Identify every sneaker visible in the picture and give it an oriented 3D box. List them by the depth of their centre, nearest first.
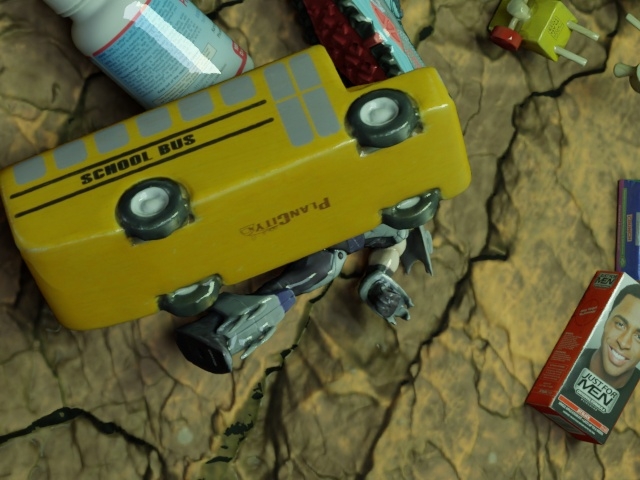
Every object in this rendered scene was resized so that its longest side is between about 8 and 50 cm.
[{"bbox_3d":[0.037,-0.227,1.556,0.125,0.104,0.262,-39,108,-22],"label":"sneaker"}]

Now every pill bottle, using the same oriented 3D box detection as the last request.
[{"bbox_3d":[-0.135,-0.158,1.481,0.160,0.087,0.087,42,74,-22],"label":"pill bottle"}]

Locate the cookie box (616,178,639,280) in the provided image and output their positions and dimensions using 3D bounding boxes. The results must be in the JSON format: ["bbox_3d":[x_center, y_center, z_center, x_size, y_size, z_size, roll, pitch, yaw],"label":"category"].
[{"bbox_3d":[0.325,-0.009,1.743,0.107,0.040,0.092,1,92,-27],"label":"cookie box"}]

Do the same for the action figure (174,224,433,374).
[{"bbox_3d":[0.000,0.000,1.553,0.285,0.099,0.185,-30,99,-26],"label":"action figure"}]

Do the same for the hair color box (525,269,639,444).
[{"bbox_3d":[0.251,0.104,1.710,0.072,0.043,0.141,35,76,-23],"label":"hair color box"}]

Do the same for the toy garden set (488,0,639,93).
[{"bbox_3d":[0.278,-0.219,1.666,0.244,0.049,0.204,27,81,0],"label":"toy garden set"}]

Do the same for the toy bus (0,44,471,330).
[{"bbox_3d":[-0.062,-0.045,1.429,0.333,0.130,0.108,-22,138,-2],"label":"toy bus"}]
